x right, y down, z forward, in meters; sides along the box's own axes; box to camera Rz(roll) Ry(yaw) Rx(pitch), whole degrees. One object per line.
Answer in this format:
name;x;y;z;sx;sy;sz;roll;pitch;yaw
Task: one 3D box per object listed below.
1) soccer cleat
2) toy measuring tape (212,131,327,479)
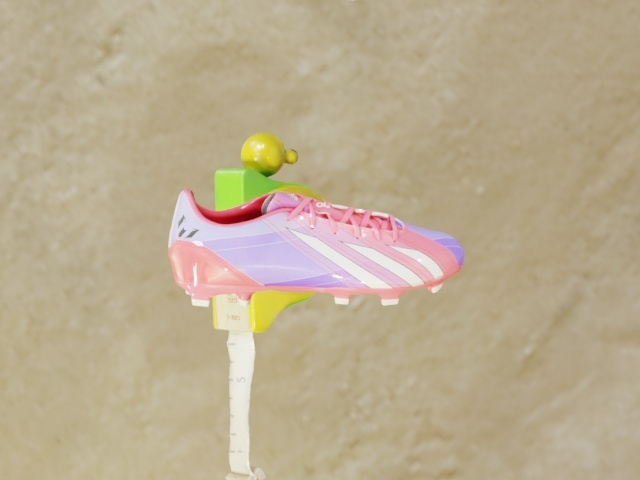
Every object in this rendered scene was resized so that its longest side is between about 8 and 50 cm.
soccer cleat;0.000;0.000;1.476;0.248;0.083;0.095;-3;105;-13
toy measuring tape;-0.038;0.064;1.697;0.121;0.121;0.330;-4;94;-33
